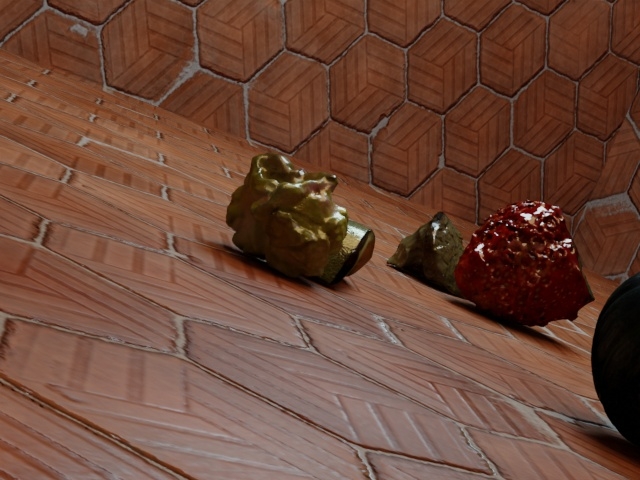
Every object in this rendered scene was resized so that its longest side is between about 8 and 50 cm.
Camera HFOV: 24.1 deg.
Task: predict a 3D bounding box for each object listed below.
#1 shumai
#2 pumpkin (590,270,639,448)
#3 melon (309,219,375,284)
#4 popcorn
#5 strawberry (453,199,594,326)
[{"bbox_3d":[0.178,0.024,2.289,0.105,0.139,0.123,-13,-55,44],"label":"shumai"},{"bbox_3d":[0.393,0.138,1.534,0.250,0.216,0.250,10,37,-8],"label":"pumpkin"},{"bbox_3d":[0.000,0.000,1.821,0.128,0.079,0.160,25,6,4],"label":"melon"},{"bbox_3d":[-0.036,-0.026,1.714,0.125,0.126,0.145,-8,43,-26],"label":"popcorn"},{"bbox_3d":[0.285,0.041,2.177,0.201,0.187,0.184,-16,36,-22],"label":"strawberry"}]
